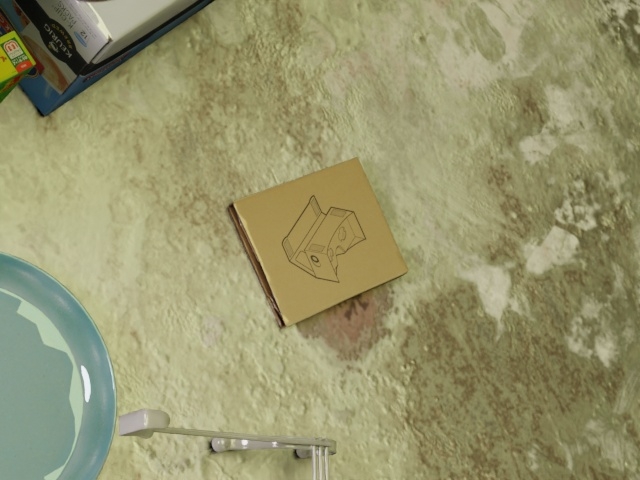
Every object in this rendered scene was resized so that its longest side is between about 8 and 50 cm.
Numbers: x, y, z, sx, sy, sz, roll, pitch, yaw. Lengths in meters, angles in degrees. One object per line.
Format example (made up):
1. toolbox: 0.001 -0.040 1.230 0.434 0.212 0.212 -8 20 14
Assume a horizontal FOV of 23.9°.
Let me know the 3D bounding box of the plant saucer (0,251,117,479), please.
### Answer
1. plant saucer: -0.367 0.164 1.582 0.317 0.043 0.318 10 69 -27

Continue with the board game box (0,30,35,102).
1. board game box: -0.378 -0.151 1.598 0.092 0.181 0.043 -35 93 -34

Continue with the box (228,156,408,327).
1. box: 0.000 0.000 1.870 0.201 0.021 0.164 -22 85 -35

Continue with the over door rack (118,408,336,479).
1. over door rack: -0.106 0.317 1.629 0.324 0.108 0.240 17 64 -48

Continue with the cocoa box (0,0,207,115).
1. cocoa box: -0.226 -0.349 1.727 0.347 0.228 0.231 -41 96 -33
